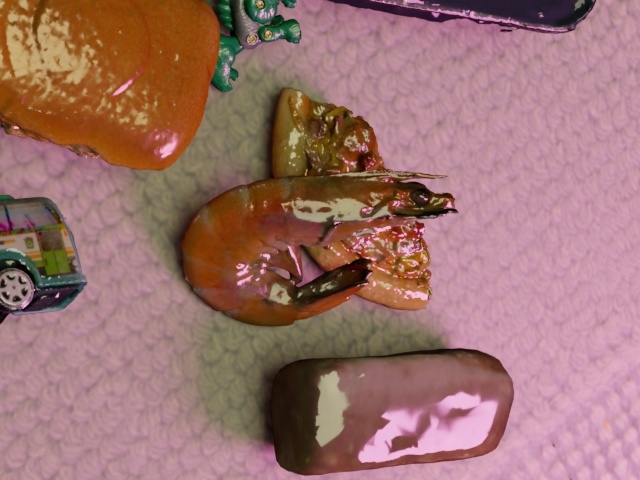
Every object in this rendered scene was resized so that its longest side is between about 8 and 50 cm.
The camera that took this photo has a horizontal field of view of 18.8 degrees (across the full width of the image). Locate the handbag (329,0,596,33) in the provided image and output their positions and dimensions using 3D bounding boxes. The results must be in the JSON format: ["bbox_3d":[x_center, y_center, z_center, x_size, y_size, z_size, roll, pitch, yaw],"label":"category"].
[{"bbox_3d":[0.117,-0.363,1.759,0.303,0.122,0.329,7,89,-27],"label":"handbag"}]

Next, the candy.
[{"bbox_3d":[0.065,0.152,1.760,0.234,0.102,0.104,-2,92,-28],"label":"candy"}]

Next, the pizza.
[{"bbox_3d":[0.029,-0.033,1.758,0.127,0.058,0.246,-29,107,-25],"label":"pizza"}]

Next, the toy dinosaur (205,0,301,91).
[{"bbox_3d":[-0.072,-0.201,1.701,0.096,0.059,0.132,-18,109,-21],"label":"toy dinosaur"}]

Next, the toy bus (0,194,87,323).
[{"bbox_3d":[-0.323,0.026,1.544,0.261,0.091,0.109,-6,72,-30],"label":"toy bus"}]

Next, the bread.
[{"bbox_3d":[-0.206,-0.160,1.590,0.245,0.121,0.174,25,81,-25],"label":"bread"}]

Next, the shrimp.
[{"bbox_3d":[0.000,0.000,1.699,0.248,0.068,0.150,-16,125,2],"label":"shrimp"}]
